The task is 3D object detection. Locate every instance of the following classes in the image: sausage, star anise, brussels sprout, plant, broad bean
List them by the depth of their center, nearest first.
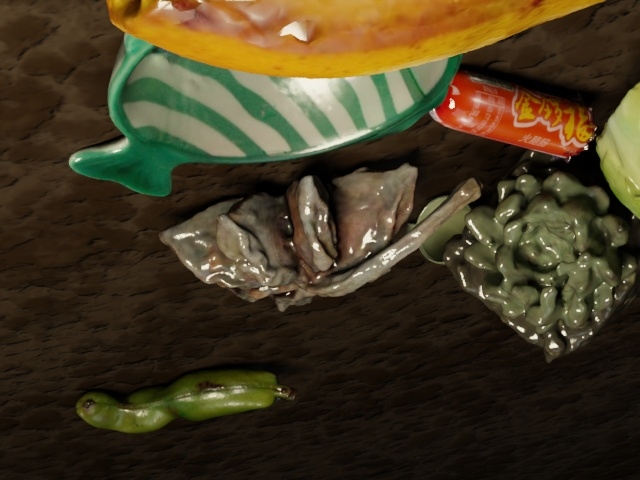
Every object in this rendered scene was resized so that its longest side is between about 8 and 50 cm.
[{"bbox_3d":[0.270,-0.066,1.076,0.149,0.122,0.151,-22,157,-45],"label":"brussels sprout"},{"bbox_3d":[0.122,-0.090,1.081,0.145,0.050,0.048,11,-175,-36],"label":"sausage"},{"bbox_3d":[0.001,0.000,1.181,0.209,0.089,0.231,-3,170,-41],"label":"star anise"},{"bbox_3d":[0.174,0.008,1.185,0.129,0.132,0.194,-54,161,12],"label":"plant"},{"bbox_3d":[-0.129,0.153,1.551,0.213,0.048,0.070,-8,159,-1],"label":"broad bean"}]

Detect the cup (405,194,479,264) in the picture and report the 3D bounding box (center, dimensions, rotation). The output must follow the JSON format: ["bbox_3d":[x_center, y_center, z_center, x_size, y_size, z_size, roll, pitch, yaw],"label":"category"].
[{"bbox_3d":[0.113,0.001,1.288,0.075,0.055,0.083,-26,157,30],"label":"cup"}]

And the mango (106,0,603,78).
[{"bbox_3d":[0.071,-0.180,0.672,0.350,0.201,0.199,-13,-163,-19],"label":"mango"}]

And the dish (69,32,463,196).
[{"bbox_3d":[-0.036,-0.112,0.894,0.246,0.078,0.224,-26,154,30],"label":"dish"}]
